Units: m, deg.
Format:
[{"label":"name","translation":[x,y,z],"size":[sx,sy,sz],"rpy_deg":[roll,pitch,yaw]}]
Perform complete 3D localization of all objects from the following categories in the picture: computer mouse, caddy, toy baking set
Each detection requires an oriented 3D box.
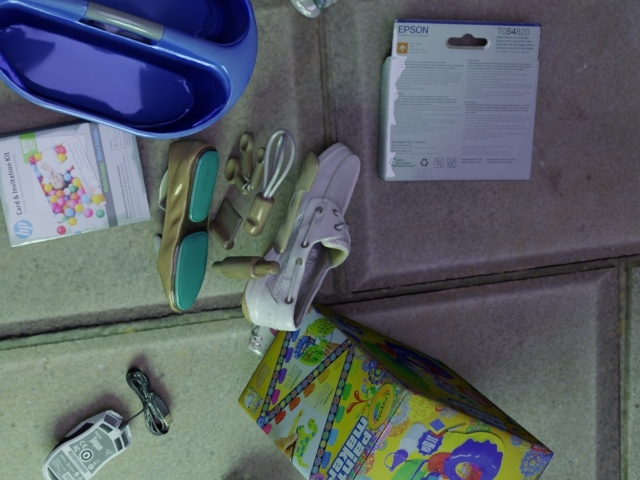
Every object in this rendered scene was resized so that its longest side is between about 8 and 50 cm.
[{"label":"computer mouse","translation":[-0.303,0.268,1.720],"size":[0.193,0.042,0.106],"rpy_deg":[-35,115,-9]},{"label":"caddy","translation":[-0.248,-0.258,1.502],"size":[0.341,0.179,0.241],"rpy_deg":[16,88,-17]},{"label":"toy baking set","translation":[-0.084,-0.045,1.590],"size":[0.030,0.256,0.197],"rpy_deg":[5,91,-31]}]

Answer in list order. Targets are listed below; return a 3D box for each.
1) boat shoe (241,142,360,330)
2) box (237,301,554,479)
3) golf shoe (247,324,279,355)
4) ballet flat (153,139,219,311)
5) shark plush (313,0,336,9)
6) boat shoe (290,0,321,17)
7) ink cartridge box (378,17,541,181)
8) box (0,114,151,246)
[{"label":"boat shoe","translation":[0.000,0.000,1.652],"size":[0.277,0.096,0.098],"rpy_deg":[-64,149,-15]},{"label":"box","translation":[0.096,0.250,1.651],"size":[0.290,0.279,0.177],"rpy_deg":[27,97,-37]},{"label":"golf shoe","translation":[-0.063,0.125,1.726],"size":[0.086,0.067,0.186],"rpy_deg":[-17,108,-10]},{"label":"ballet flat","translation":[-0.186,-0.023,1.662],"size":[0.080,0.073,0.232],"rpy_deg":[-5,109,-59]},{"label":"shark plush","translation":[-0.011,-0.383,1.601],"size":[0.067,0.073,0.161],"rpy_deg":[-30,105,-17]},{"label":"boat shoe","translation":[-0.029,-0.336,1.630],"size":[0.035,0.035,0.100],"rpy_deg":[-32,109,-4]},{"label":"ink cartridge box","translation":[0.192,-0.194,1.719],"size":[0.223,0.045,0.224],"rpy_deg":[0,104,-15]},{"label":"box","translation":[-0.326,-0.082,1.622],"size":[0.186,0.038,0.145],"rpy_deg":[-11,106,-10]}]
